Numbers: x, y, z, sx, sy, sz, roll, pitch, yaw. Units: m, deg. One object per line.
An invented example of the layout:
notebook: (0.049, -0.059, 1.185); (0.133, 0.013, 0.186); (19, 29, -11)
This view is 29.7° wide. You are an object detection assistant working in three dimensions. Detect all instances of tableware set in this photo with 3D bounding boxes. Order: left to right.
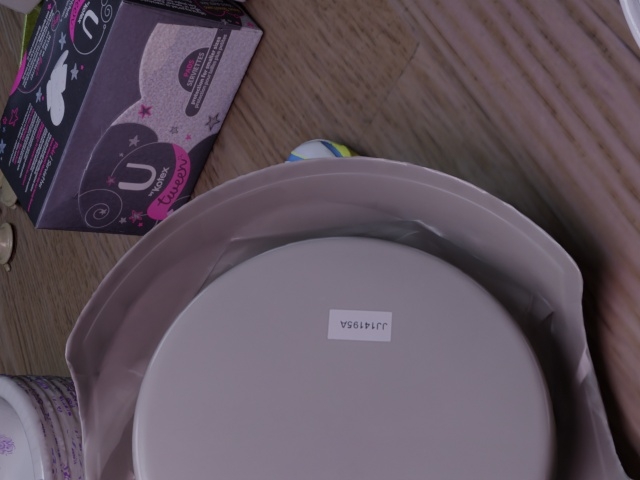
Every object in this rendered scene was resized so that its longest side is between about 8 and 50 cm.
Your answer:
tableware set: (-0.422, -0.048, 1.586); (0.141, 0.020, 0.169); (41, 118, 50)

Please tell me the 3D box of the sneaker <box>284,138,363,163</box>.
sneaker: (0.000, 0.000, 0.923); (0.091, 0.126, 0.240); (-59, 43, 28)

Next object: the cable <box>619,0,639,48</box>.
cable: (0.269, -0.148, 0.554); (0.257, 0.089, 0.257); (47, 115, 22)

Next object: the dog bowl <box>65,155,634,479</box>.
dog bowl: (0.014, 0.123, 0.743); (0.102, 0.348, 0.349); (83, 173, -63)

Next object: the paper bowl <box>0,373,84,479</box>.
paper bowl: (-0.278, 0.280, 1.228); (0.284, 0.148, 0.284); (-14, 72, 52)

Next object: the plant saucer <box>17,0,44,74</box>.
plant saucer: (-0.301, -0.202, 1.429); (0.188, 0.045, 0.188); (5, 88, 53)

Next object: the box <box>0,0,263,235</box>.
box: (-0.190, -0.140, 1.172); (0.142, 0.163, 0.247); (52, 124, 40)

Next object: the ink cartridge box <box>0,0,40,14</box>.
ink cartridge box: (-0.322, -0.429, 1.398); (0.273, 0.114, 0.197); (-39, 53, 29)
